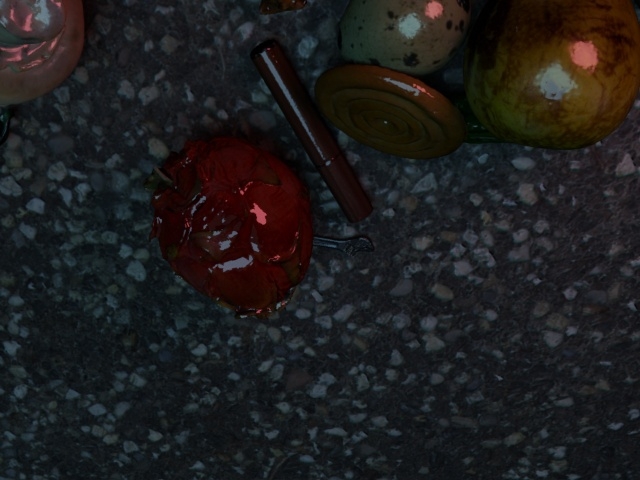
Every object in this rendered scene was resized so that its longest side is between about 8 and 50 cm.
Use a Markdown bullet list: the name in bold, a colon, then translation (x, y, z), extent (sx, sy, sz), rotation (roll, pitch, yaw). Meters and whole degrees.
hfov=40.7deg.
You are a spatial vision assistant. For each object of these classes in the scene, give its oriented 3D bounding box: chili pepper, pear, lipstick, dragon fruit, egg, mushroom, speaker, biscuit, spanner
- **chili pepper**: translation (0.254, -0.209, 1.443), extent (0.257, 0.074, 0.100), rotation (4, 130, 0)
- **pear**: translation (0.342, -0.269, 1.275), extent (0.284, 0.283, 0.283), rotation (4, 121, 7)
- **lipstick**: translation (-0.012, -0.186, 1.506), extent (0.057, 0.057, 0.356), rotation (-22, 114, 20)
- **dragon fruit**: translation (-0.150, -0.028, 1.501), extent (0.342, 0.277, 0.277), rotation (40, 118, -12)
- **egg**: translation (0.123, -0.334, 1.330), extent (0.228, 0.177, 0.177), rotation (-18, 118, 40)
- **mushroom**: translation (-0.493, -0.346, 1.310), extent (0.315, 0.336, 0.314), rotation (-9, 108, -29)
- **speaker**: translation (-0.595, -0.200, 1.580), extent (0.095, 0.075, 0.060), rotation (-19, 114, 10)
- **biscuit**: translation (0.111, -0.200, 1.399), extent (0.262, 0.037, 0.262), rotation (19, 162, 6)
- **spanner**: translation (0.000, 0.000, 1.640), extent (0.209, 0.012, 0.046), rotation (9, 121, 5)

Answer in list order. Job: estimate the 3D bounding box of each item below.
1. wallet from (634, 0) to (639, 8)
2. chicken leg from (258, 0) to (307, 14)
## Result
- **wallet**: translation (0.470, -0.392, 1.257), extent (0.030, 0.146, 0.285), rotation (-25, 115, 42)
- **chicken leg**: translation (-0.091, -0.529, 1.279), extent (0.295, 0.182, 0.409), rotation (15, 138, 11)
